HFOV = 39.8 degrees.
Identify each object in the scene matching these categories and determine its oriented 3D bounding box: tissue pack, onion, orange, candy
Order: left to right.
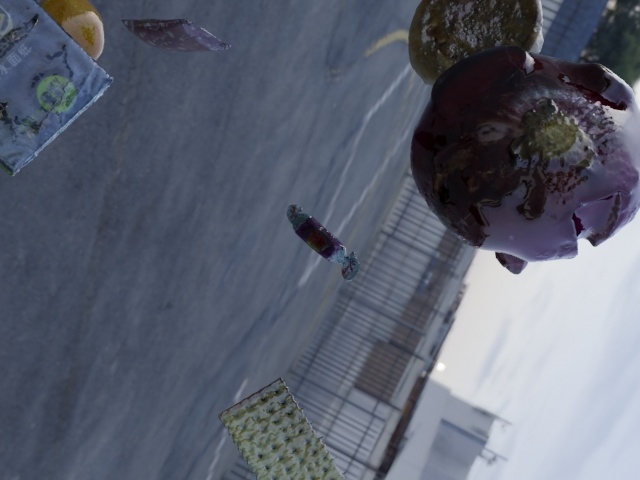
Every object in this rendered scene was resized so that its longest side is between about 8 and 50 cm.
[{"bbox_3d":[-0.387,-0.215,1.040,0.173,0.235,0.073,-47,-169,-17],"label":"tissue pack"},{"bbox_3d":[-0.497,-0.399,1.710,0.136,0.159,0.158,-33,152,-49],"label":"orange"},{"bbox_3d":[0.000,0.000,1.519,0.045,0.175,0.043,-50,160,6],"label":"candy"},{"bbox_3d":[0.359,-0.107,1.537,0.398,0.399,0.420,-60,158,-23],"label":"onion"}]

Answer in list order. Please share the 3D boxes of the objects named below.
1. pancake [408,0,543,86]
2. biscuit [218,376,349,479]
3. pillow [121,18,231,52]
[{"bbox_3d":[0.297,-0.407,1.706,0.282,0.283,0.049,-62,159,-12],"label":"pancake"},{"bbox_3d":[-0.054,0.351,1.447,0.139,0.231,0.016,-27,164,-32],"label":"biscuit"},{"bbox_3d":[-0.260,-0.363,1.577,0.118,0.185,0.043,26,80,-47],"label":"pillow"}]
